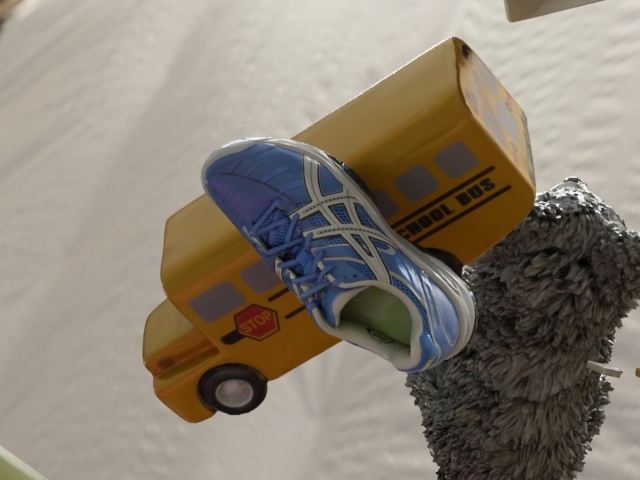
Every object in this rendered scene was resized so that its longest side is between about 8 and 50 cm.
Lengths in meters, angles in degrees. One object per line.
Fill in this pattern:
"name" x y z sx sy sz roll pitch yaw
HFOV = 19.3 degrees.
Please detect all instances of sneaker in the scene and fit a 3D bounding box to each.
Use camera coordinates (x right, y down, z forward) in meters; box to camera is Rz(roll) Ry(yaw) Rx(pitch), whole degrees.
"sneaker" 0.008 0.007 1.228 0.080 0.211 0.081 -58 173 27

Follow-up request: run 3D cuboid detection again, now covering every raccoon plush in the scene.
"raccoon plush" 0.214 0.162 1.783 0.216 0.299 0.446 -1 -107 -8

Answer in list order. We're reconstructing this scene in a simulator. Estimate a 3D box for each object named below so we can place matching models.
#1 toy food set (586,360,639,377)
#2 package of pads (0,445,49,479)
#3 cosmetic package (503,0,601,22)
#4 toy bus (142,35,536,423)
"toy food set" 0.326 0.091 1.498 0.217 0.071 0.128 11 179 9
"package of pads" -0.152 0.226 0.859 0.101 0.296 0.229 -40 -162 52
"cosmetic package" 0.240 -0.265 1.195 0.284 0.377 0.097 -10 -102 6
"toy bus" 0.000 0.000 1.363 0.332 0.130 0.108 -31 -148 22
